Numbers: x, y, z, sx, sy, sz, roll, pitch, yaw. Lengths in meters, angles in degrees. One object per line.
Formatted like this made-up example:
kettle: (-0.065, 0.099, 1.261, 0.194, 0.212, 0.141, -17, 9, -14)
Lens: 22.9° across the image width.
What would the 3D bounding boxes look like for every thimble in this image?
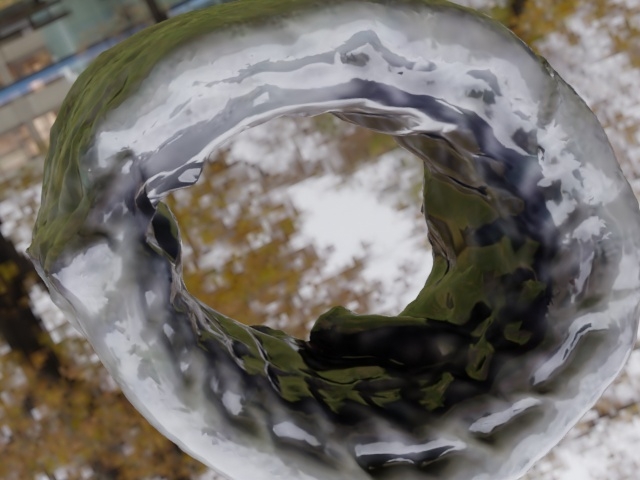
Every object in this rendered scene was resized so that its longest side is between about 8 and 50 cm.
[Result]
thimble: (0.000, 0.000, 0.683, 0.246, 0.217, 0.157, 11, -178, -17)
